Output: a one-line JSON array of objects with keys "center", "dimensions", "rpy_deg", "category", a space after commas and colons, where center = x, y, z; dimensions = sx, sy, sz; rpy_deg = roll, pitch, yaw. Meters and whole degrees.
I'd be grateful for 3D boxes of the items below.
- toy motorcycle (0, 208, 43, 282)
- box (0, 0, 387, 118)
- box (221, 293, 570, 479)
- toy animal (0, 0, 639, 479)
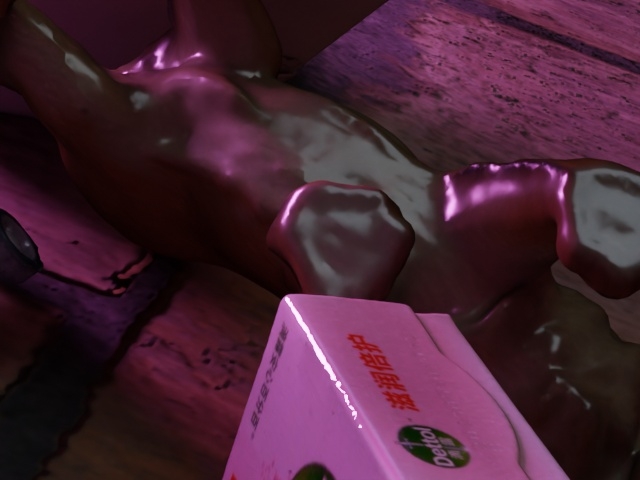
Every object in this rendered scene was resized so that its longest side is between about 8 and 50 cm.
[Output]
[{"center": [-0.154, -0.027, 0.557], "dimensions": [0.150, 0.102, 0.221], "rpy_deg": [51, 10, -16], "category": "toy motorcycle"}, {"center": [-0.053, -0.094, 0.669], "dimensions": [0.142, 0.044, 0.285], "rpy_deg": [8, -17, -24], "category": "box"}, {"center": [0.006, 0.086, 0.410], "dimensions": [0.043, 0.125, 0.089], "rpy_deg": [8, 24, -24], "category": "box"}, {"center": [0.000, 0.000, 0.567], "dimensions": [0.312, 0.157, 0.097], "rpy_deg": [36, 64, 21], "category": "toy animal"}]
